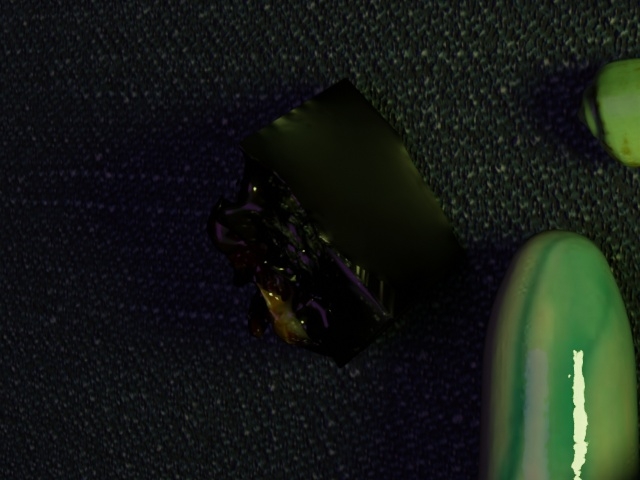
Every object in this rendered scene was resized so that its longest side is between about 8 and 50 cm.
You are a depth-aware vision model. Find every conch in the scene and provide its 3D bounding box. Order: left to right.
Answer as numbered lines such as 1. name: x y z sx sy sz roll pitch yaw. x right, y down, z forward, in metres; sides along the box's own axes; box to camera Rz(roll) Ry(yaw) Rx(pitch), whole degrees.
1. conch: 0.310 -0.119 1.525 0.170 0.079 0.106 -12 100 37

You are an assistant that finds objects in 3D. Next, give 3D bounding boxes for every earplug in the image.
1. earplug: 0.218 0.151 1.570 0.185 0.185 0.324 -2 88 44

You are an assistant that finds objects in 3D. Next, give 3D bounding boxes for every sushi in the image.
1. sushi: 0.001 0.001 1.759 0.227 0.215 0.212 48 131 5
